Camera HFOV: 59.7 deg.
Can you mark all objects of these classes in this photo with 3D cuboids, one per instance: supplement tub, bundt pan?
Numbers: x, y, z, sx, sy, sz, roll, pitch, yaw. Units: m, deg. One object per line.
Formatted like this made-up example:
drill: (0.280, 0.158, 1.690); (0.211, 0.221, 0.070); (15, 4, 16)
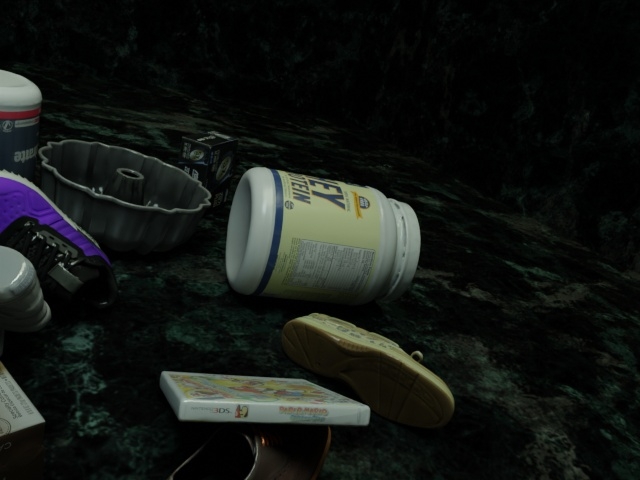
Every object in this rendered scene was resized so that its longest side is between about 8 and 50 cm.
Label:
supplement tub: (0.000, 0.000, 1.066); (0.324, 0.236, 0.235); (8, 23, -21)
supplement tub: (-0.588, -0.148, 0.948); (0.191, 0.272, 0.191); (14, 21, -6)
bundt pan: (-0.390, -0.077, 1.101); (0.330, 0.124, 0.331); (21, 17, -7)

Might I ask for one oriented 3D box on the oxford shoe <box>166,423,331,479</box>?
oxford shoe: (-0.065, 0.240, 0.608); (0.096, 0.098, 0.271); (26, 23, 25)

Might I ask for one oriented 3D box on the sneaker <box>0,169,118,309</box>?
sneaker: (-0.384, 0.015, 0.785); (0.146, 0.102, 0.293); (43, -5, 33)

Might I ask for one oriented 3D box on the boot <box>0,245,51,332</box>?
boot: (-0.472, 0.049, 0.709); (0.258, 0.123, 0.095); (19, 50, 9)

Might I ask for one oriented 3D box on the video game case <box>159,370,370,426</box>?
video game case: (-0.080, 0.188, 0.678); (0.206, 0.026, 0.227); (8, -8, -20)

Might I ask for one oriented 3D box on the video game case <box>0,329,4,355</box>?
video game case: (-0.529, 0.096, 0.735); (0.201, 0.023, 0.183); (3, 25, -28)

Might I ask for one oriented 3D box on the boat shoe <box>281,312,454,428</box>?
boat shoe: (0.077, 0.182, 0.851); (0.285, 0.105, 0.089); (26, 26, 24)

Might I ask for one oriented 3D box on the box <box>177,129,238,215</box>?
box: (-0.276, -0.161, 1.341); (0.077, 0.180, 0.147); (19, 20, 11)

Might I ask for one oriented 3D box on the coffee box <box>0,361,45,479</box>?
coffee box: (-0.397, 0.165, 0.550); (0.246, 0.098, 0.141); (31, 25, 34)
